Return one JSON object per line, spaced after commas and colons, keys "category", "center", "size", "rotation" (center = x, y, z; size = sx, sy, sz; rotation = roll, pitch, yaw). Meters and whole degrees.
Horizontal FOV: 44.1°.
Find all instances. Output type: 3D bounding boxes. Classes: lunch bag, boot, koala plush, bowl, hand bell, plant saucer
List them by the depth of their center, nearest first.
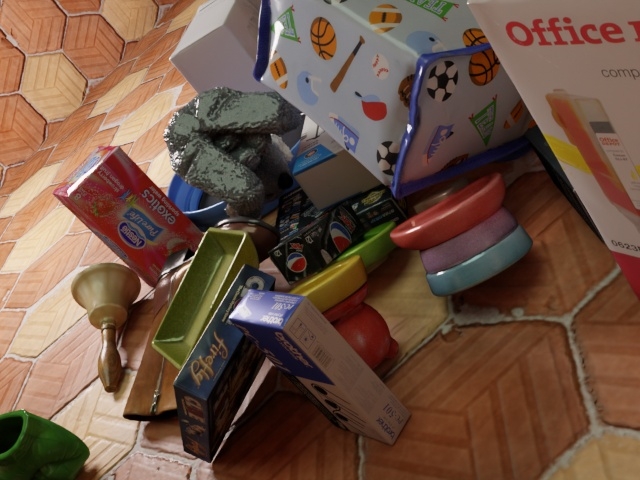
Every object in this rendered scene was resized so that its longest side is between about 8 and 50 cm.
{"category": "plant saucer", "center": [-0.147, 0.078, 1.049], "size": [0.188, 0.045, 0.188], "rotation": [-65, 22, -8]}
{"category": "lunch bag", "center": [0.154, -0.258, 1.075], "size": [0.386, 0.238, 0.328], "rotation": [-25, 53, -32]}
{"category": "boot", "center": [-0.177, 0.115, 1.156], "size": [0.264, 0.096, 0.280], "rotation": [-19, 46, 33]}
{"category": "koala plush", "center": [-0.120, -0.127, 1.267], "size": [0.203, 0.221, 0.196], "rotation": [19, 82, 24]}
{"category": "hand bell", "center": [-0.368, 0.163, 1.369], "size": [0.126, 0.126, 0.242], "rotation": [-33, 41, 12]}
{"category": "bowl", "center": [-0.129, -0.168, 1.559], "size": [0.391, 0.077, 0.391], "rotation": [-28, 31, 19]}

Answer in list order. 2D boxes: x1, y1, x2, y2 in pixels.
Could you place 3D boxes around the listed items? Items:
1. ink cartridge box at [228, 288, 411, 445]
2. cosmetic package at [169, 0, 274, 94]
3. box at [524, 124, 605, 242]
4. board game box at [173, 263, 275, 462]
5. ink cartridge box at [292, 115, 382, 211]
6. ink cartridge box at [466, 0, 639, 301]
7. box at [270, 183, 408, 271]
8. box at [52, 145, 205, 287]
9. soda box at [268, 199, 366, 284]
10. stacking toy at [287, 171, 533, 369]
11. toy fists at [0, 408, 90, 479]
{"category": "ink cartridge box", "center": [0.001, 0.136, 0.846], "size": [0.097, 0.207, 0.046], "rotation": [3, 50, 51]}
{"category": "cosmetic package", "center": [-0.140, -0.339, 1.499], "size": [0.138, 0.224, 0.224], "rotation": [-23, 33, 27]}
{"category": "box", "center": [0.345, -0.105, 0.907], "size": [0.156, 0.093, 0.158], "rotation": [-33, 31, 12]}
{"category": "board game box", "center": [-0.114, 0.157, 0.955], "size": [0.243, 0.042, 0.165], "rotation": [101, -165, -59]}
{"category": "ink cartridge box", "center": [0.048, -0.158, 1.224], "size": [0.148, 0.086, 0.203], "rotation": [-25, 32, 23]}
{"category": "ink cartridge box", "center": [0.331, -0.092, 0.604], "size": [0.160, 0.384, 0.279], "rotation": [-48, 30, -15]}
{"category": "box", "center": [0.028, -0.053, 1.241], "size": [0.220, 0.051, 0.175], "rotation": [-27, 31, 21]}
{"category": "box", "center": [-0.339, -0.039, 1.431], "size": [0.128, 0.257, 0.123], "rotation": [-49, 28, -17]}
{"category": "soda box", "center": [0.000, 0.000, 1.067], "size": [0.060, 0.053, 0.169], "rotation": [-28, 5, 29]}
{"category": "stacking toy", "center": [0.118, 0.043, 1.003], "size": [0.309, 0.130, 0.279], "rotation": [-30, 4, 12]}
{"category": "toy fists", "center": [-0.467, 0.341, 1.173], "size": [0.279, 0.142, 0.096], "rotation": [-25, 48, 24]}
